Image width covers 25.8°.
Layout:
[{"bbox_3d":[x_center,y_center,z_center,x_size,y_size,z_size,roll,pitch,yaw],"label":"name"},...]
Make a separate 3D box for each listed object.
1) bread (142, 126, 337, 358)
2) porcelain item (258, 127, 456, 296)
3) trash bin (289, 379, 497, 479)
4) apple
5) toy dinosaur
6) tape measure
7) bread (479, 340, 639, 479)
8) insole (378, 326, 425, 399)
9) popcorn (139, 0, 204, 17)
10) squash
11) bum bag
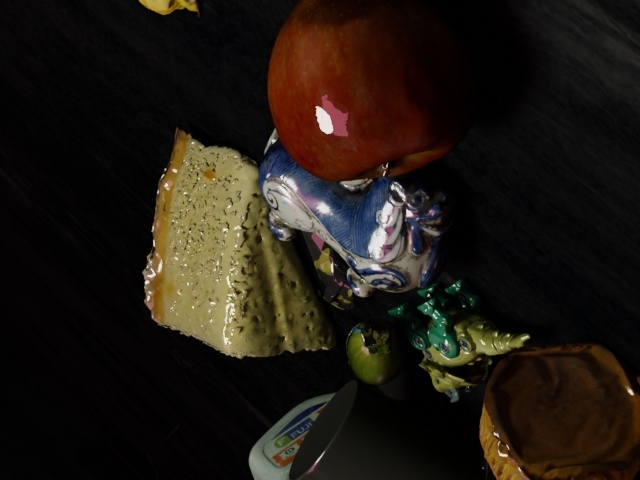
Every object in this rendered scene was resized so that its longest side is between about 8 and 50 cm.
[{"bbox_3d":[-0.108,0.015,2.215,0.248,0.279,0.315,21,98,49],"label":"bread"},{"bbox_3d":[0.043,-0.057,1.759,0.288,0.138,0.186,40,142,25],"label":"porcelain item"},{"bbox_3d":[0.140,0.357,2.005,0.334,0.214,0.214,36,157,-7],"label":"trash bin"},{"bbox_3d":[0.053,-0.176,1.491,0.230,0.230,0.230,41,153,26],"label":"apple"},{"bbox_3d":[0.183,0.120,1.794,0.153,0.094,0.259,56,152,2],"label":"toy dinosaur"},{"bbox_3d":[0.030,0.352,2.215,0.246,0.243,0.125,32,148,53],"label":"tape measure"},{"bbox_3d":[0.280,0.217,1.616,0.199,0.199,0.104,43,155,22],"label":"bread"},{"bbox_3d":[0.122,0.188,2.097,0.086,0.005,0.253,49,156,9],"label":"insole"},{"bbox_3d":[-0.177,-0.356,1.743,0.152,0.148,0.167,32,168,-7],"label":"popcorn"},{"bbox_3d":[0.077,0.154,1.923,0.087,0.087,0.331,49,175,10],"label":"squash"},{"bbox_3d":[0.000,0.000,1.996,0.233,0.060,0.106,64,163,-18],"label":"bum bag"}]
